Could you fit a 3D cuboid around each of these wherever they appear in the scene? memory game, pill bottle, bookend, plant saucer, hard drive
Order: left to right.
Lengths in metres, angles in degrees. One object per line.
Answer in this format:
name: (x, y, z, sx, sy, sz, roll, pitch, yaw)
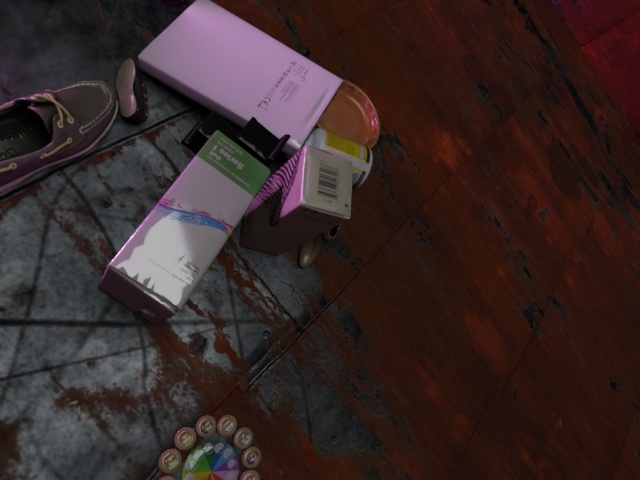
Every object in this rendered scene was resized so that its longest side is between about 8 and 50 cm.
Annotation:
memory game: (-0.185, 0.394, 0.745, 0.186, 0.012, 0.186, 10, 70, -29)
bookend: (-0.167, -0.195, 0.849, 0.157, 0.156, 0.072, 37, 60, -16)
hard drive: (-0.153, -0.345, 0.915, 0.353, 0.047, 0.233, 30, 61, -4)
pill bottle: (0.017, -0.191, 0.988, 0.184, 0.103, 0.103, 17, 67, -22)
plant saucer: (0.058, -0.304, 1.091, 0.200, 0.037, 0.200, 9, 72, -29)

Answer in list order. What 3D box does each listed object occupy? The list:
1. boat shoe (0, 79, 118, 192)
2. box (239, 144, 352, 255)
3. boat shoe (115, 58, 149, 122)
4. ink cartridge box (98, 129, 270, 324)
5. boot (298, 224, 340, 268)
boat shoe: (-0.453, -0.179, 0.708, 0.109, 0.091, 0.305, 48, 57, -10)
box: (-0.054, -0.060, 0.804, 0.094, 0.275, 0.113, 14, 68, -27)
boat shoe: (-0.355, -0.283, 0.832, 0.042, 0.049, 0.133, 23, 49, -61)
ink cartridge box: (-0.227, -0.015, 0.729, 0.117, 0.201, 0.278, 37, 60, -16)
boot: (0.000, 0.000, 0.932, 0.042, 0.087, 0.118, 33, 61, -21)
